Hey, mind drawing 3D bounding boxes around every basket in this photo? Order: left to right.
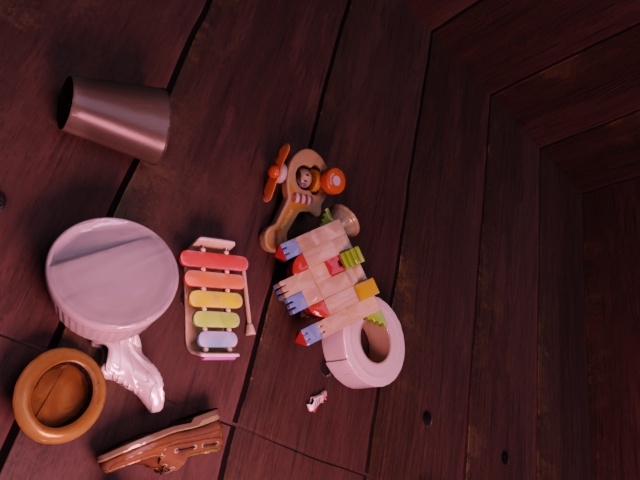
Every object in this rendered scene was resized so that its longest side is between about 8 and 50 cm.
[{"bbox_3d":[-0.497,-0.300,1.387,0.226,0.154,0.205,7,73,-39],"label":"basket"}]

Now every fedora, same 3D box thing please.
[{"bbox_3d":[-0.537,0.316,1.173,0.194,0.079,0.195,25,53,-39],"label":"fedora"}]

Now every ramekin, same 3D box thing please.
[{"bbox_3d":[-0.453,0.093,1.249,0.272,0.127,0.273,15,50,-19],"label":"ramekin"}]

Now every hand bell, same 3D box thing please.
[{"bbox_3d":[0.000,0.000,1.810,0.242,0.126,0.126,-40,105,-32],"label":"hand bell"}]

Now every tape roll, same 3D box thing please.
[{"bbox_3d":[0.138,0.320,1.814,0.286,0.100,0.287,17,65,-40],"label":"tape roll"}]

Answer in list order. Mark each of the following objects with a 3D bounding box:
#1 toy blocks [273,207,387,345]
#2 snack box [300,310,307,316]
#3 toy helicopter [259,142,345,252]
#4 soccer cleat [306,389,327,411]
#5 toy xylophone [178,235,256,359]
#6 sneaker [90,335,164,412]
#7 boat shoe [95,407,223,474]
[{"bbox_3d":[-0.011,0.124,1.656,0.260,0.191,0.382,-23,86,-17],"label":"toy blocks"},{"bbox_3d":[-0.022,0.160,1.759,0.100,0.037,0.141,3,74,-44],"label":"snack box"},{"bbox_3d":[-0.092,-0.128,1.735,0.235,0.140,0.355,43,62,-34],"label":"toy helicopter"},{"bbox_3d":[-0.010,0.459,1.671,0.083,0.029,0.036,-44,111,-39],"label":"soccer cleat"},{"bbox_3d":[-0.259,0.150,1.501,0.236,0.081,0.323,-1,77,-45],"label":"toy xylophone"},{"bbox_3d":[-0.436,0.293,1.286,0.115,0.090,0.232,-29,87,-39],"label":"sneaker"},{"bbox_3d":[-0.340,0.467,1.287,0.307,0.110,0.105,-7,80,-45],"label":"boat shoe"}]
